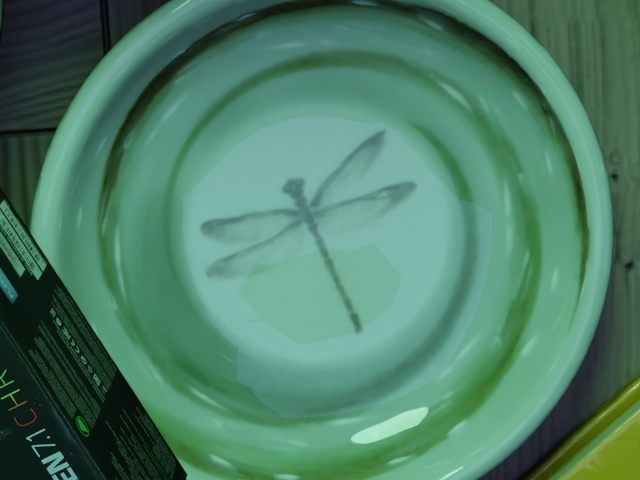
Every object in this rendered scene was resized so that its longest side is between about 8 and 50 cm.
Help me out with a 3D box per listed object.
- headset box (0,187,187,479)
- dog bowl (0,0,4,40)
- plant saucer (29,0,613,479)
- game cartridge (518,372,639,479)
[{"bbox_3d":[-0.272,0.141,1.060,0.283,0.131,0.246,-27,105,12],"label":"headset box"},{"bbox_3d":[-0.400,-0.168,1.036,0.408,0.150,0.408,-2,103,-8],"label":"dog bowl"},{"bbox_3d":[0.000,0.000,1.161,0.401,0.100,0.400,-2,103,-8],"label":"plant saucer"},{"bbox_3d":[0.290,0.272,1.300,0.285,0.052,0.323,-41,108,2],"label":"game cartridge"}]
